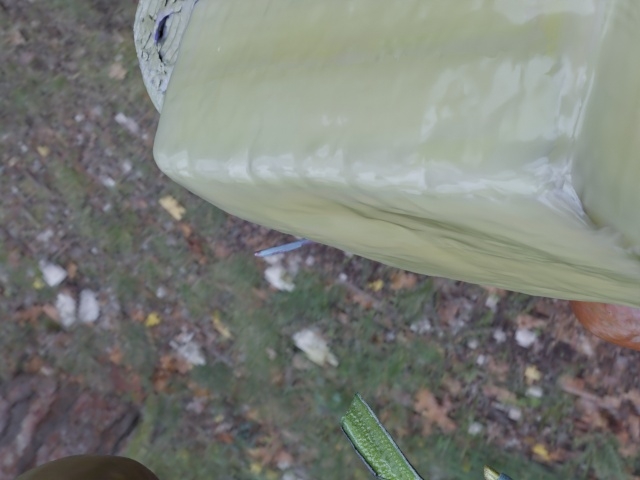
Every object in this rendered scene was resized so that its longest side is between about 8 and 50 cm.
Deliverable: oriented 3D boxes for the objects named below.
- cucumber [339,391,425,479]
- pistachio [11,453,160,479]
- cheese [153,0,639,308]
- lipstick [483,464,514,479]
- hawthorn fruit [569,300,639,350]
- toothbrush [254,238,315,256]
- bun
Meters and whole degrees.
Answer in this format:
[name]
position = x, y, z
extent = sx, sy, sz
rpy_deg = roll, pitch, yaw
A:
[cucumber]
position = 0.102, 0.377, 2.111
extent = 0.220, 0.070, 0.046
rpy_deg = 51, 154, 18
[pistachio]
position = -0.198, 0.251, 0.878
extent = 0.212, 0.260, 0.163
rpy_deg = -11, 90, 18
[cheese]
position = 0.094, -0.040, 0.534
extent = 0.242, 0.124, 0.265
rpy_deg = 21, 171, -36
[lipstick]
position = 0.260, 0.335, 1.569
extent = 0.116, 0.037, 0.037
rpy_deg = 33, 129, 3
[hawthorn fruit]
position = 0.248, 0.025, 0.875
extent = 0.140, 0.125, 0.125
rpy_deg = 23, 128, 3
[toothbrush]
position = 0.000, 0.000, 1.618
extent = 0.013, 0.193, 0.019
rpy_deg = 102, 148, -47
[bun]
position = -0.096, -0.240, 1.302
extent = 0.273, 0.168, 0.273
rpy_deg = 1, 91, 51
